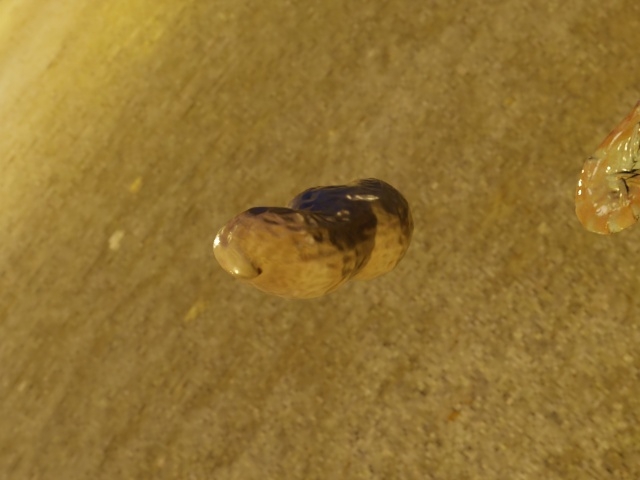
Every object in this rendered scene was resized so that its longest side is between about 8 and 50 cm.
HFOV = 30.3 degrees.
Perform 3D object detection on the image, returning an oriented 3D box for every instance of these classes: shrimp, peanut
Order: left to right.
[{"bbox_3d":[0.000,-0.001,1.040,0.227,0.104,0.086,-20,-42,-50],"label":"peanut"},{"bbox_3d":[0.306,-0.085,1.139,0.180,0.041,0.099,-60,28,15],"label":"shrimp"}]
